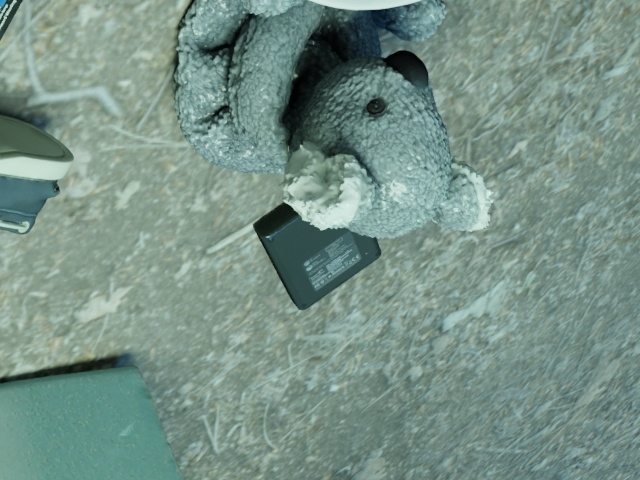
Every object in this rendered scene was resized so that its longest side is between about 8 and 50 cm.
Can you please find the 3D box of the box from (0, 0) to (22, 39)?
[{"bbox_3d":[-0.244,-0.175,0.868,0.184,0.045,0.191,6,126,-50],"label":"box"}]

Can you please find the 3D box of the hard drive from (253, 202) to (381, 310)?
[{"bbox_3d":[0.000,0.000,1.353,0.094,0.022,0.135,-35,148,-7],"label":"hard drive"}]

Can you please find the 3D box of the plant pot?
[{"bbox_3d":[-0.264,0.269,1.229,0.252,0.247,0.248,3,130,-32],"label":"plant pot"}]

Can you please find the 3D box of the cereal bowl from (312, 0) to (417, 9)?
[{"bbox_3d":[0.050,-0.311,0.906,0.339,0.141,0.339,-26,145,-20],"label":"cereal bowl"}]

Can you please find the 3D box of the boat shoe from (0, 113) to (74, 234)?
[{"bbox_3d":[-0.268,-0.043,0.967,0.254,0.095,0.079,0,120,-57],"label":"boat shoe"}]

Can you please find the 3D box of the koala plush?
[{"bbox_3d":[0.016,-0.083,1.078,0.196,0.221,0.203,2,130,-47],"label":"koala plush"}]
